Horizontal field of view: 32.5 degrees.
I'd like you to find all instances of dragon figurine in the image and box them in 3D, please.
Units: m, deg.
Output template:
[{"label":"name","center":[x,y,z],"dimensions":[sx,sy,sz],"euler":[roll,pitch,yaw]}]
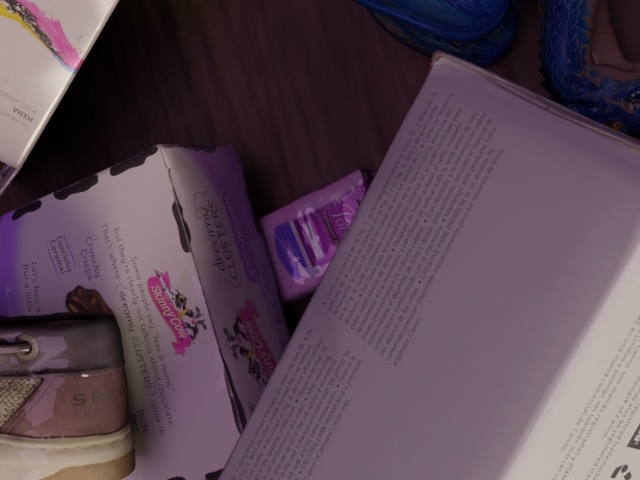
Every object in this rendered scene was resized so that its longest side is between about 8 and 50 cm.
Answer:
[{"label":"dragon figurine","center":[0.060,-0.137,0.541],"dimensions":[0.289,0.085,0.144],"euler":[19,96,17]}]

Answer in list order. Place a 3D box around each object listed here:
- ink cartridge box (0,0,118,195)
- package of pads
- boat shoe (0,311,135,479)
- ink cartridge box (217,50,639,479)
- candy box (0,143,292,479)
[{"label":"ink cartridge box","center":[-0.158,-0.116,0.596],"dimensions":[0.067,0.115,0.198],"euler":[30,102,-17]},{"label":"package of pads","center":[0.000,0.000,0.593],"dimensions":[0.083,0.032,0.050],"euler":[-25,85,18]},{"label":"boat shoe","center":[-0.214,0.052,0.558],"dimensions":[0.285,0.103,0.092],"euler":[11,94,26]},{"label":"ink cartridge box","center":[0.102,0.119,0.482],"dimensions":[0.130,0.272,0.309],"euler":[38,104,47]},{"label":"candy box","center":[-0.116,0.056,0.596],"dimensions":[0.196,0.070,0.165],"euler":[-19,84,29]}]
